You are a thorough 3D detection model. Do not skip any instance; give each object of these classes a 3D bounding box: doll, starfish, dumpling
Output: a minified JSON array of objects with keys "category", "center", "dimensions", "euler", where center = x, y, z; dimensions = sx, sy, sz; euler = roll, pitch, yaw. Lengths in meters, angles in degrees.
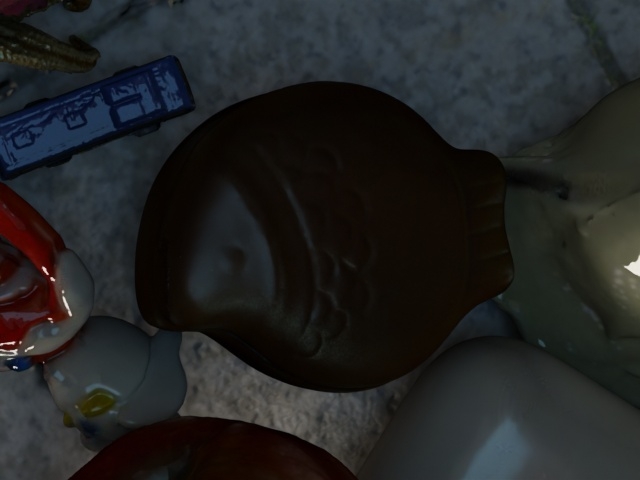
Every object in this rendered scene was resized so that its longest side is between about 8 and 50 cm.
[{"category":"doll","center":[-0.240,0.022,0.994],"dimensions":[0.384,0.188,0.099],"euler":[39,49,-22]},{"category":"starfish","center":[-0.244,-0.152,0.974],"dimensions":[0.210,0.150,0.053],"euler":[6,131,-27]},{"category":"dumpling","center":[0.316,0.015,1.096],"dimensions":[0.395,0.233,0.315],"euler":[-9,107,9]}]

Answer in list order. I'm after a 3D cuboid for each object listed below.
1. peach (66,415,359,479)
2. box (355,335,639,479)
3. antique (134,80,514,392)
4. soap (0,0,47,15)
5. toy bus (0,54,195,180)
[{"category":"peach","center":[-0.057,0.293,0.980],"dimensions":[0.281,0.281,0.338],"euler":[-26,114,-9]},{"category":"box","center":[0.138,0.267,1.125],"dimensions":[0.289,0.141,0.349],"euler":[32,89,-17]},{"category":"antique","center":[0.000,0.000,1.043],"dimensions":[0.278,0.129,0.223],"euler":[-11,93,-25]},{"category":"soap","center":[-0.162,-0.252,0.906],"dimensions":[0.325,0.220,0.127],"euler":[-42,96,-19]},{"category":"toy bus","center":[-0.164,-0.088,1.040],"dimensions":[0.153,0.061,0.051],"euler":[-21,97,-9]}]
